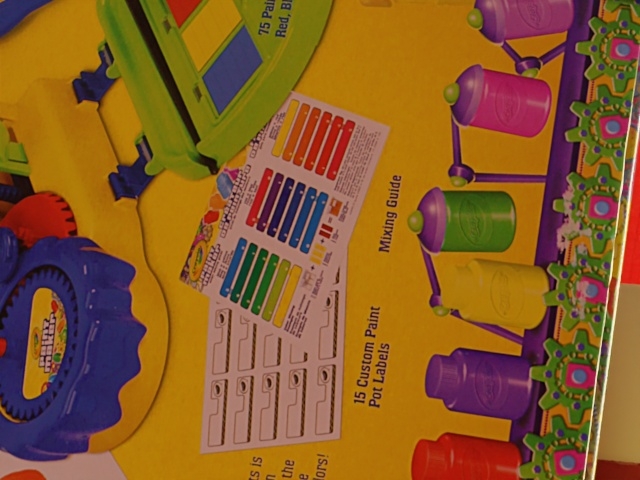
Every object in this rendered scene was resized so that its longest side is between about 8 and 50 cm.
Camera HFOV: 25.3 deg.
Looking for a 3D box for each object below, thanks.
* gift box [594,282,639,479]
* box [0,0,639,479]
[{"bbox_3d":[0.060,0.131,0.672,0.276,0.258,0.255,54,46,-54],"label":"gift box"},{"bbox_3d":[-0.045,0.037,0.487,0.177,0.279,0.290,61,39,-74],"label":"box"}]
